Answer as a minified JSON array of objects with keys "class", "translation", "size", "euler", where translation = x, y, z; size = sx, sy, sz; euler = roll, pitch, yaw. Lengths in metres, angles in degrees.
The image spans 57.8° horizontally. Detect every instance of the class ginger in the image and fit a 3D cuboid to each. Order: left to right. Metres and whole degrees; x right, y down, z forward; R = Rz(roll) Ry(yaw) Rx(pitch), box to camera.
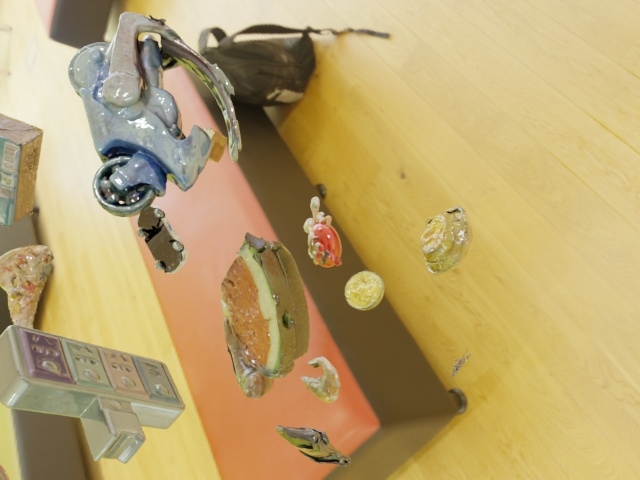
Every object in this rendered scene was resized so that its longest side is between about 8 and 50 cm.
[{"class":"ginger","translation":[-0.179,0.274,1.463],"size":[0.133,0.107,0.309],"euler":[-57,38,40]}]

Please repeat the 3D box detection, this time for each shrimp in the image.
[{"class":"shrimp","translation":[-0.010,0.469,2.005],"size":[0.254,0.059,0.145],"euler":[18,106,60]}]

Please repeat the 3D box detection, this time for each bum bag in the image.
[{"class":"bum bag","translation":[-0.015,0.510,1.440],"size":[0.123,0.248,0.060],"euler":[5,57,32]}]

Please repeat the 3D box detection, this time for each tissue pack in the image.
[{"class":"tissue pack","translation":[-0.838,-0.192,1.493],"size":[0.134,0.192,0.271],"euler":[-76,11,-58]}]

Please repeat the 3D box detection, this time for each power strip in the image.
[{"class":"power strip","translation":[-0.243,0.178,0.637],"size":[0.061,0.215,0.145],"euler":[-51,47,8]}]

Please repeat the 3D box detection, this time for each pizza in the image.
[{"class":"pizza","translation":[-0.639,0.107,1.231],"size":[0.185,0.052,0.195],"euler":[-17,75,23]}]

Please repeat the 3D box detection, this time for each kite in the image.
[{"class":"kite","translation":[0.353,0.312,1.474],"size":[0.004,0.122,0.090],"euler":[33,76,5]}]

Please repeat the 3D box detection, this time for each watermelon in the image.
[{"class":"watermelon","translation":[0.117,0.133,1.466],"size":[0.105,0.062,0.105],"euler":[-17,52,22]}]

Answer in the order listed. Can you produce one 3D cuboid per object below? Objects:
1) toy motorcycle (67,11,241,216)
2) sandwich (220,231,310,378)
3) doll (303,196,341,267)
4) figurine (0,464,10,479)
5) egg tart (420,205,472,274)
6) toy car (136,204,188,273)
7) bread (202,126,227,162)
[{"class":"toy motorcycle","translation":[-0.265,-0.208,0.923],"size":[0.241,0.182,0.319],"euler":[-22,75,13]},{"class":"sandwich","translation":[-0.119,0.149,1.236],"size":[0.212,0.109,0.292],"euler":[-36,73,40]},{"class":"doll","translation":[0.000,0.000,1.723],"size":[0.183,0.085,0.217],"euler":[111,143,-49]},{"class":"figurine","translation":[-0.511,0.426,0.765],"size":[0.261,0.186,0.382],"euler":[20,111,22]},{"class":"egg tart","translation":[0.217,-0.001,1.041],"size":[0.130,0.052,0.130],"euler":[-48,33,47]},{"class":"toy car","translation":[-0.420,-0.006,1.537],"size":[0.095,0.056,0.205],"euler":[-45,65,21]},{"class":"bread","translation":[-0.303,-0.264,1.607],"size":[0.076,0.070,0.083],"euler":[16,85,41]}]
